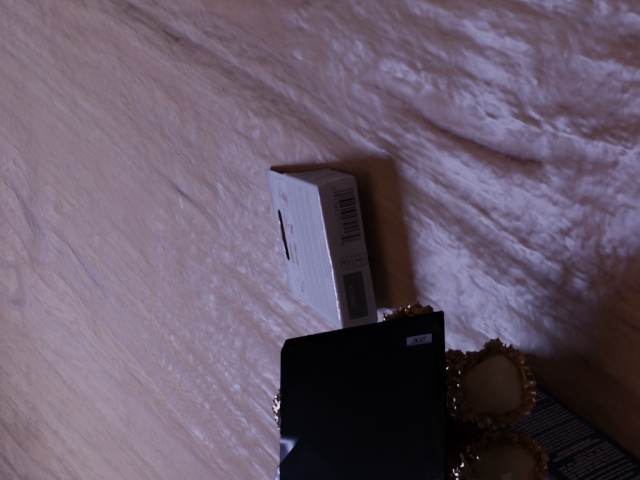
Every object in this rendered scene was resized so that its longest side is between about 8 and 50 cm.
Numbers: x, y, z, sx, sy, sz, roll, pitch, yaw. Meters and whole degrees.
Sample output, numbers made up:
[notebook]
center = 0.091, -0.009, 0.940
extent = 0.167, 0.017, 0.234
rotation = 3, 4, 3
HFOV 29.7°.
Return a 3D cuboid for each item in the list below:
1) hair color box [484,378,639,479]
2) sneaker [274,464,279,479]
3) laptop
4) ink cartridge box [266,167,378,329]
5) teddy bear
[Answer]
[hair color box]
center = 0.250, 0.285, 1.251
extent = 0.347, 0.105, 0.174
rotation = 39, 133, 42
[sneaker]
center = 0.013, 0.325, 1.653
extent = 0.132, 0.086, 0.229
rotation = 45, 138, 32
[laptop]
center = 0.085, 0.222, 1.202
extent = 0.234, 0.136, 0.264
rotation = -15, 123, 47
[ink cartridge box]
center = 0.000, 0.000, 1.563
extent = 0.232, 0.066, 0.189
rotation = -145, 43, -73
[teddy bear]
center = 0.099, 0.184, 1.260
extent = 0.338, 0.113, 0.245
rotation = -28, 85, 47
